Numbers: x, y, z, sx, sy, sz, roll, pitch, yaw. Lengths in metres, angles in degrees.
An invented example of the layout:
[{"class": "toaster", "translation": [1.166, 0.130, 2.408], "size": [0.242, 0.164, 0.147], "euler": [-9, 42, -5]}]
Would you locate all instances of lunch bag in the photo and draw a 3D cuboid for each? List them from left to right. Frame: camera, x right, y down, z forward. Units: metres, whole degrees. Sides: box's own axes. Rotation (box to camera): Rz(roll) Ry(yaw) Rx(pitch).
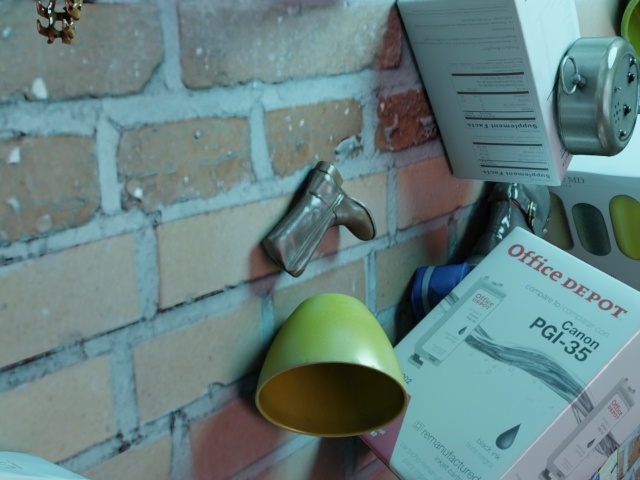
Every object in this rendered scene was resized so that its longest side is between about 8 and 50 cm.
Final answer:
[{"class": "lunch bag", "translation": [0.140, 0.077, 1.025], "size": [0.067, 0.065, 0.098], "euler": [-62, 141, -49]}]

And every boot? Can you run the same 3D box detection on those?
[{"class": "boot", "translation": [0.000, 0.000, 0.837], "size": [0.106, 0.037, 0.114], "euler": [50, 53, -30]}, {"class": "boot", "translation": [0.260, 0.035, 1.150], "size": [0.229, 0.091, 0.263], "euler": [-61, 140, -38]}]

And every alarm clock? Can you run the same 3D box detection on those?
[{"class": "alarm clock", "translation": [0.297, -0.158, 0.963], "size": [0.192, 0.064, 0.129], "euler": [8, 89, -52]}]

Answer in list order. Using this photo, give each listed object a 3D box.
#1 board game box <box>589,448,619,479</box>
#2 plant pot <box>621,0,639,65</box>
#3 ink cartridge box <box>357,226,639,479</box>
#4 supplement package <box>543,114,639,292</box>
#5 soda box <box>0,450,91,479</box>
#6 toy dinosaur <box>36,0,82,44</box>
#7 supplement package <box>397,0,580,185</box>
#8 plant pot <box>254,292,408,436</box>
[{"class": "board game box", "translation": [0.480, 0.410, 1.574], "size": [0.147, 0.045, 0.193], "euler": [-27, 118, -49]}, {"class": "plant pot", "translation": [0.682, -0.491, 1.447], "size": [0.366, 0.366, 0.353], "euler": [38, 54, -50]}, {"class": "ink cartridge box", "translation": [0.187, 0.146, 0.897], "size": [0.283, 0.207, 0.117], "euler": [-45, 129, -7]}, {"class": "supplement package", "translation": [0.435, -0.071, 1.279], "size": [0.198, 0.199, 0.262], "euler": [-56, 137, -29]}, {"class": "soda box", "translation": [-0.239, 0.155, 0.512], "size": [0.216, 0.074, 0.069], "euler": [26, 77, -53]}, {"class": "toy dinosaur", "translation": [-0.150, -0.286, 0.492], "size": [0.218, 0.164, 0.322], "euler": [-29, 99, -66]}, {"class": "supplement package", "translation": [0.202, -0.196, 0.989], "size": [0.139, 0.134, 0.244], "euler": [-55, 137, -33]}, {"class": "plant pot", "translation": [0.010, 0.106, 0.816], "size": [0.134, 0.134, 0.095], "euler": [54, 27, -44]}]
